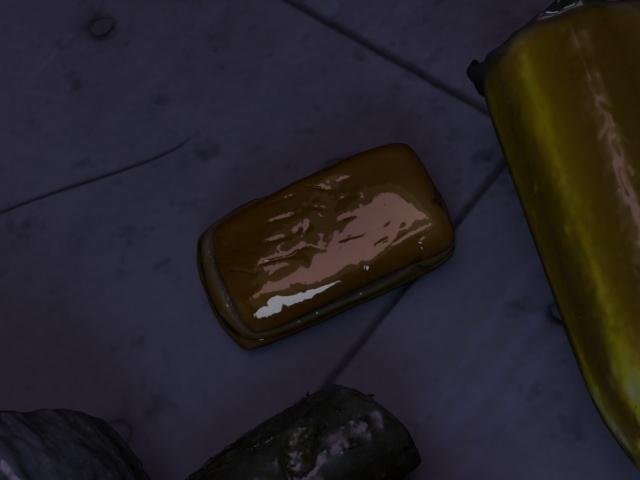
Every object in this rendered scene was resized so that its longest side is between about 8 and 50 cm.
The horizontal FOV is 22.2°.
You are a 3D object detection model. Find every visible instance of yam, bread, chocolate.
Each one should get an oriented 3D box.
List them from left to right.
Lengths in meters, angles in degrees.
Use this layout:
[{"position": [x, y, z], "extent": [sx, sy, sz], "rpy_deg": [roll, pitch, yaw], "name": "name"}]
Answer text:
[{"position": [-0.024, 0.178, 1.160], "extent": [0.183, 0.107, 0.107], "rpy_deg": [-34, 61, -9], "name": "yam"}, {"position": [0.000, 0.000, 1.265], "extent": [0.200, 0.077, 0.116], "rpy_deg": [-24, 68, 1], "name": "bread"}, {"position": [0.231, 0.048, 1.150], "extent": [0.162, 0.162, 0.445], "rpy_deg": [-15, 65, 5], "name": "chocolate"}]

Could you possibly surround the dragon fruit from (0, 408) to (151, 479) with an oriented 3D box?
[{"position": [-0.214, 0.268, 1.099], "extent": [0.283, 0.204, 0.221], "rpy_deg": [-37, 62, -6], "name": "dragon fruit"}]
